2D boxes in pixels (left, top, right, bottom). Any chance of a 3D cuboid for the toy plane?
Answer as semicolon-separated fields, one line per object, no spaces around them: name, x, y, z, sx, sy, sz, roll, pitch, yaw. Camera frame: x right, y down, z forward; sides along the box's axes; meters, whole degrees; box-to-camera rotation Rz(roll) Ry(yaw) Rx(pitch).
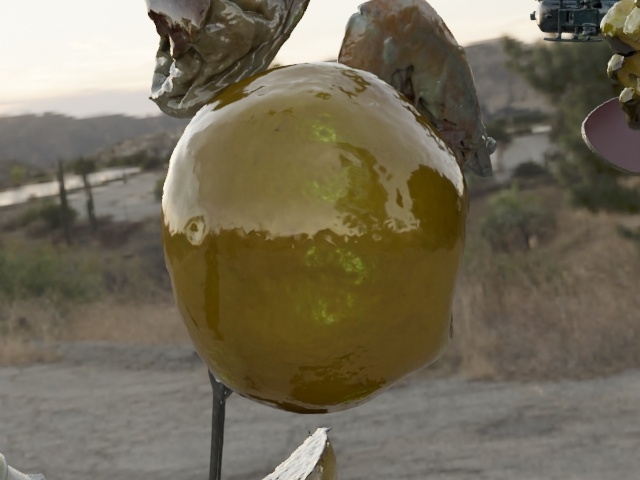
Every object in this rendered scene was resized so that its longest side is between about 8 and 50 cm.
toy plane;0.361;-0.280;1.418;0.235;0.060;0.096;7;15;32

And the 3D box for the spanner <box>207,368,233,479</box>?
spanner;-0.126;0.255;1.377;0.015;0.254;0.054;-10;28;-32

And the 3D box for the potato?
potato;-0.043;0.305;1.187;0.243;0.098;0.138;-37;8;-21

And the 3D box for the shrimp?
shrimp;0.105;-0.130;1.187;0.062;0.164;0.317;29;-11;41

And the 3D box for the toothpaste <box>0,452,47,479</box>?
toothpaste;-0.311;0.123;0.759;0.058;0.314;0.056;-38;41;11

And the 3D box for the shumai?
shumai;-0.112;-0.211;1.060;0.120;0.201;0.201;40;-28;-31

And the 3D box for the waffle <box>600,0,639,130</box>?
waffle;0.357;-0.129;0.833;0.329;0.062;0.329;17;-18;6

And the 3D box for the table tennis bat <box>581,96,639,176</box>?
table tennis bat;0.464;-0.159;1.566;0.247;0.138;0.022;-29;-30;-31

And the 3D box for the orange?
orange;0.000;0.000;0.890;0.235;0.278;0.279;-3;3;7

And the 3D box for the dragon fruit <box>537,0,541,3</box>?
dragon fruit;0.394;-0.456;1.636;0.291;0.250;0.269;-34;-42;14
